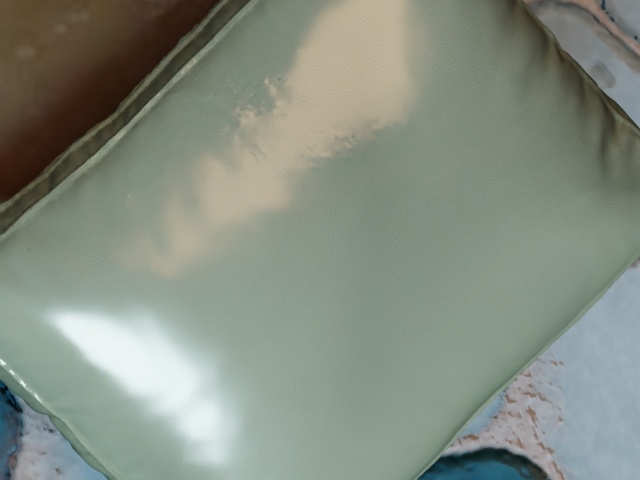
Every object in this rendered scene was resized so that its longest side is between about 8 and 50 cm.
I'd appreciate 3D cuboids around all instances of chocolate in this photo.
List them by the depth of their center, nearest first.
[{"bbox_3d":[-0.116,-0.100,1.011,0.261,0.083,0.161,-5,108,-28],"label":"chocolate"}]

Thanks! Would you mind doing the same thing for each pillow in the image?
[{"bbox_3d":[0.000,0.000,0.975,0.322,0.120,0.255,-46,107,-9],"label":"pillow"}]
